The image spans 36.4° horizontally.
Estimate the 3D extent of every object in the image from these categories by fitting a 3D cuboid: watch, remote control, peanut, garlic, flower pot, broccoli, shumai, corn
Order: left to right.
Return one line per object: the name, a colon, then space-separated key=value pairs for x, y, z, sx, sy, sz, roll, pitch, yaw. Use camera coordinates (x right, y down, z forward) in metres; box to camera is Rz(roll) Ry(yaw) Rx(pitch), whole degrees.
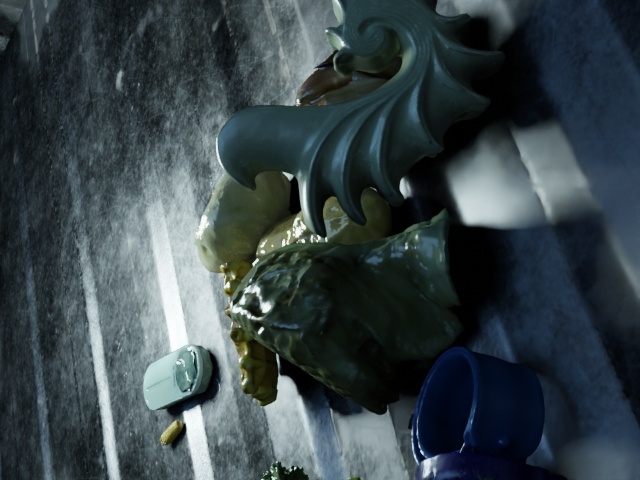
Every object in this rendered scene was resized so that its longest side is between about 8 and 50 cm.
corn: x=-0.309 y=0.398 z=2.008 sx=0.027 sy=0.028 sz=0.083 roll=54 pitch=130 yaw=19
remote control: x=-0.294 y=0.281 z=1.990 sx=0.247 sy=0.052 sz=0.104 roll=-29 pitch=61 yaw=49
broccoli: x=-0.013 y=0.407 z=1.529 sx=0.204 sy=0.118 sz=0.122 roll=-19 pitch=36 yaw=36
peanut: x=0.000 y=0.000 z=1.553 sx=0.290 sy=0.130 sz=0.130 roll=-30 pitch=59 yaw=51
shumai: x=0.052 y=0.061 z=1.371 sx=0.288 sy=0.292 sz=0.330 roll=-57 pitch=29 yaw=-5
garlic: x=0.063 y=-0.195 z=1.476 sx=0.160 sy=0.191 sz=0.214 roll=47 pitch=113 yaw=29
flower pot: x=0.057 y=-0.175 z=1.317 sx=0.367 sy=0.254 sz=0.164 roll=-50 pitch=-2 yaw=2
watch: x=0.194 y=0.243 z=1.209 sx=0.196 sy=0.171 sz=0.200 roll=-38 pitch=39 yaw=48

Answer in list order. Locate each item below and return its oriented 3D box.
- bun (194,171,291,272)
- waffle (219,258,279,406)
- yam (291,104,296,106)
bun: x=-0.124 y=-0.041 z=1.707 sx=0.231 sy=0.133 sz=0.231 roll=25 pitch=-90 yaw=-87
waffle: x=-0.114 y=0.134 z=1.628 sx=0.309 sy=0.065 sz=0.283 roll=-104 pitch=2 yaw=-55
yam: x=-0.009 y=-0.242 z=1.702 sx=0.145 sy=0.032 sz=0.032 roll=-18 pitch=68 yaw=54
